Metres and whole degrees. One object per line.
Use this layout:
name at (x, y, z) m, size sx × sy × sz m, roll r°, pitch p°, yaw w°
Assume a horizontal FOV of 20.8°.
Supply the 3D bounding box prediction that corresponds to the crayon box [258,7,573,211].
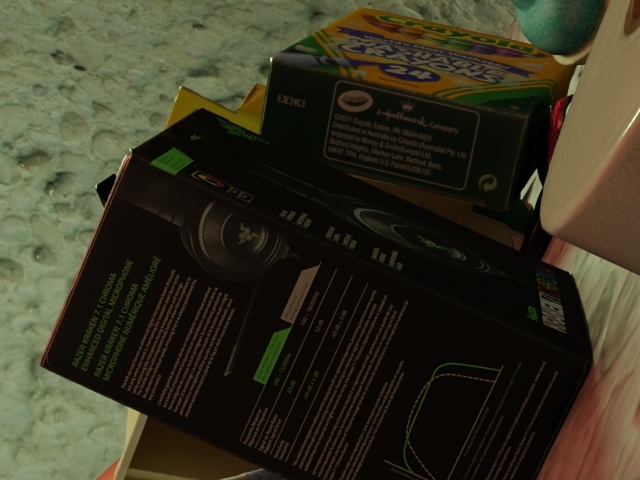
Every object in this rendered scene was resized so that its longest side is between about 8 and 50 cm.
crayon box at (0.093, -0.122, 1.457) m, size 0.323 × 0.203 × 0.083 m, roll -44°, pitch -34°, yaw -69°

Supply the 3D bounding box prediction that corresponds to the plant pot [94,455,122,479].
plant pot at (-0.068, 0.254, 1.610) m, size 0.243 × 0.275 × 0.275 m, roll -52°, pitch -8°, yaw -32°

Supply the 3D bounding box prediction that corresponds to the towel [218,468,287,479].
towel at (-0.045, 0.240, 1.319) m, size 0.285 × 0.034 × 0.209 m, roll -9°, pitch -48°, yaw -42°

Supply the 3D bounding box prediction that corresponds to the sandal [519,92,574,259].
sandal at (0.179, -0.066, 1.322) m, size 0.067 × 0.040 × 0.179 m, roll -39°, pitch -26°, yaw -85°

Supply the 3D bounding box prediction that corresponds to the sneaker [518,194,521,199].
sneaker at (0.138, 0.005, 1.722) m, size 0.209 × 0.069 × 0.082 m, roll 114°, pitch 177°, yaw -54°

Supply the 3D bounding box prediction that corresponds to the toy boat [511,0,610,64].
toy boat at (0.190, -0.266, 1.168) m, size 0.318 × 0.148 × 0.267 m, roll 147°, pitch 128°, yaw -79°

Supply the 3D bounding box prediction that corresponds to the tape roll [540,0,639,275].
tape roll at (0.201, -0.164, 0.712) m, size 0.392 × 0.072 × 0.392 m, roll -156°, pitch 90°, yaw -90°

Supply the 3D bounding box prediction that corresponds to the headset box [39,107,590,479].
headset box at (-0.004, 0.039, 1.015) m, size 0.246 × 0.283 × 0.131 m, roll -58°, pitch -8°, yaw -79°

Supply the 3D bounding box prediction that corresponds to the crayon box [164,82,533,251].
crayon box at (0.000, 0.000, 1.522) m, size 0.081 × 0.319 × 0.202 m, roll -64°, pitch -1°, yaw -64°

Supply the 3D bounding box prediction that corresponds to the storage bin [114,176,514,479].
storage bin at (-0.005, 0.085, 1.389) m, size 0.123 × 0.260 × 0.262 m, roll -95°, pitch 22°, yaw -51°
